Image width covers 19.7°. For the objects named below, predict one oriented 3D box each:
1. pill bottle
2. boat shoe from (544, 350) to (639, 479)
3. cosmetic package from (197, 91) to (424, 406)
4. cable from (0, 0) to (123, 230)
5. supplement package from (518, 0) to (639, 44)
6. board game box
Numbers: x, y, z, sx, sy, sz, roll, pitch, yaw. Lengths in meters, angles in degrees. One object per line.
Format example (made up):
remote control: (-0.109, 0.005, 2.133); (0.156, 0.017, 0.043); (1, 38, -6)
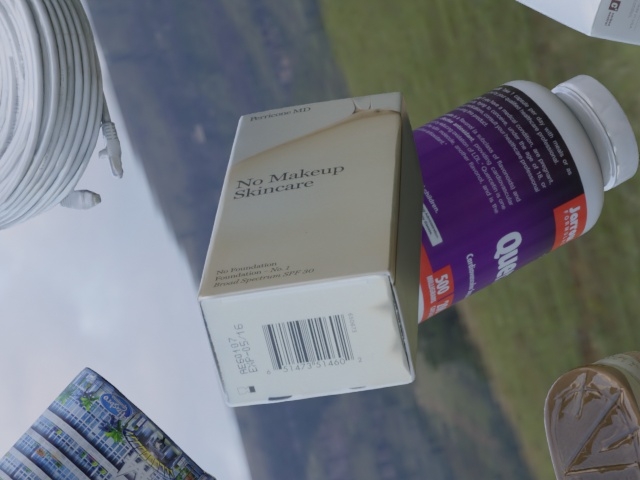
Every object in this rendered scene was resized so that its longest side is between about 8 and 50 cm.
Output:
pill bottle: (0.165, -0.049, 1.915); (0.181, 0.323, 0.181); (55, 163, 26)
boat shoe: (0.272, 0.260, 1.491); (0.110, 0.122, 0.341); (-13, -84, -52)
cosmetic package: (0.000, 0.000, 1.551); (0.309, 0.160, 0.113); (-85, -16, -58)
cable: (-0.302, -0.135, 1.592); (0.089, 0.257, 0.257); (-8, -94, -56)
supplement package: (0.203, -0.170, 1.071); (0.105, 0.179, 0.105); (36, 114, 48)
board game box: (-0.140, 0.216, 1.154); (0.194, 0.194, 0.060); (48, 164, -29)
